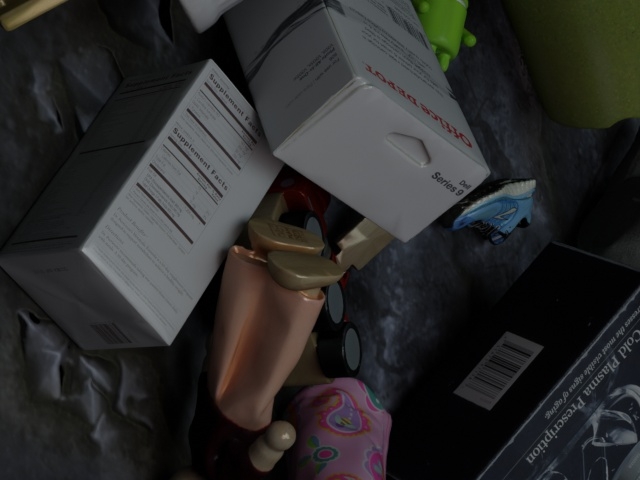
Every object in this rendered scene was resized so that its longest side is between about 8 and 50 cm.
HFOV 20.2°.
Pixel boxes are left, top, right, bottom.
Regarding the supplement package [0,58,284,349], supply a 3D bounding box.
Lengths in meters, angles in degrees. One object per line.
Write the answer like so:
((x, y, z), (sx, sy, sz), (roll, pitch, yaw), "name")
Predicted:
((-0.162, -0.033, 1.688), (0.134, 0.139, 0.244), (50, 55, -29), "supplement package")

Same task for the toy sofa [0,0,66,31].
((-0.306, -0.376, 1.577), (0.150, 0.177, 0.363), (-30, 112, -8), "toy sofa")

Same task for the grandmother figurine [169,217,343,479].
((-0.082, 0.152, 1.704), (0.104, 0.208, 0.342), (15, 110, -15), "grandmother figurine")

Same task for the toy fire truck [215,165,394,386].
((0.000, 0.000, 1.856), (0.246, 0.158, 0.217), (-70, 147, -50), "toy fire truck")

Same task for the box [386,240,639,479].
((0.281, 0.238, 2.018), (0.343, 0.179, 0.312), (-48, 122, -13), "box")

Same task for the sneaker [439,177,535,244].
((0.202, -0.028, 2.108), (0.162, 0.063, 0.073), (-14, 101, -44), "sneaker")

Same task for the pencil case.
((0.021, 0.259, 1.772), (0.124, 0.124, 0.284), (54, 16, -28), "pencil case")

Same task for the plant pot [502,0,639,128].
((0.328, -0.282, 2.139), (0.276, 0.276, 0.254), (-41, 127, -39), "plant pot")

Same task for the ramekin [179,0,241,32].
((-0.117, -0.341, 1.647), (0.135, 0.277, 0.277), (-26, 111, 0), "ramekin")

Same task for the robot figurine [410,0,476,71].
((0.130, -0.247, 2.046), (0.101, 0.067, 0.115), (27, 68, -38), "robot figurine")

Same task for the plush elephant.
((0.458, 0.041, 2.227), (0.255, 0.272, 0.330), (40, 88, -21), "plush elephant")

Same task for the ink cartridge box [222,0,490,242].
((0.025, -0.166, 1.793), (0.211, 0.121, 0.289), (32, 26, -39), "ink cartridge box")
